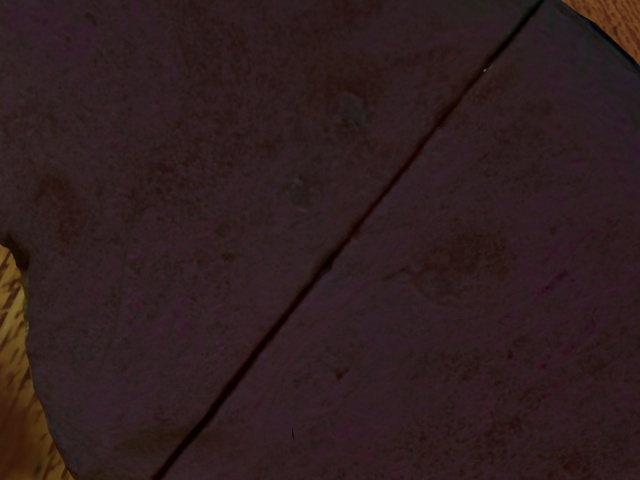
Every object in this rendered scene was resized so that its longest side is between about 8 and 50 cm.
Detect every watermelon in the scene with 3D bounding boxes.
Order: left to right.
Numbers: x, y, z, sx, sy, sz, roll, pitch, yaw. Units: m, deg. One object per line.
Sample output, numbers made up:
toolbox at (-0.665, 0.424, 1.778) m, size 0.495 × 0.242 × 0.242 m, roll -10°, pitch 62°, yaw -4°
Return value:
watermelon at (0.017, -0.006, 0.570) m, size 0.319 × 0.292 × 0.222 m, roll -9°, pitch 7°, yaw -4°
